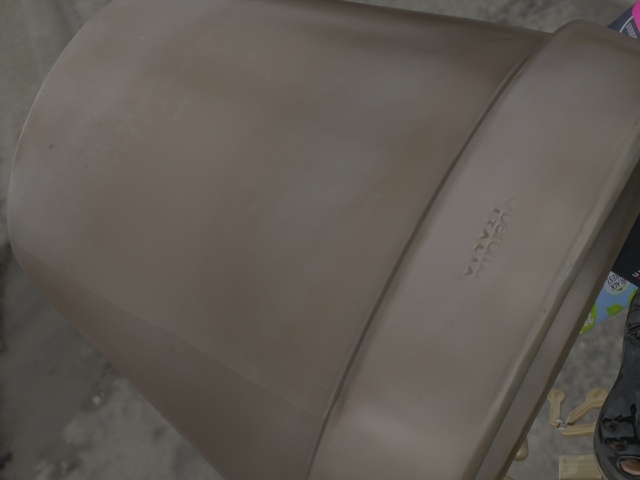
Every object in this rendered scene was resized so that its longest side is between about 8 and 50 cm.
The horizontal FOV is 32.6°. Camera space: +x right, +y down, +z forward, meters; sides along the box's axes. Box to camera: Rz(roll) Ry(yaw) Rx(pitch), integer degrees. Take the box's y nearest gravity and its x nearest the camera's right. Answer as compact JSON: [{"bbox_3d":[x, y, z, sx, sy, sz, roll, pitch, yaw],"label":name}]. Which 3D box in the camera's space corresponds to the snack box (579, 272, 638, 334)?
[{"bbox_3d":[0.283,-0.011,1.244,0.174,0.207,0.070,-23,-1,-38],"label":"snack box"}]

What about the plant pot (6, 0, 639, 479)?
[{"bbox_3d":[0.000,0.000,0.586,0.280,0.323,0.323,27,56,15],"label":"plant pot"}]

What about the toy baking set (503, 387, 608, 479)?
[{"bbox_3d":[0.263,0.249,1.391,0.256,0.030,0.197,15,51,37],"label":"toy baking set"}]

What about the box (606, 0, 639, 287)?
[{"bbox_3d":[0.303,-0.039,0.802,0.143,0.270,0.165,-40,40,32],"label":"box"}]

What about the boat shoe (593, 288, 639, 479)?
[{"bbox_3d":[0.343,0.138,1.051,0.122,0.120,0.324,14,47,31],"label":"boat shoe"}]
